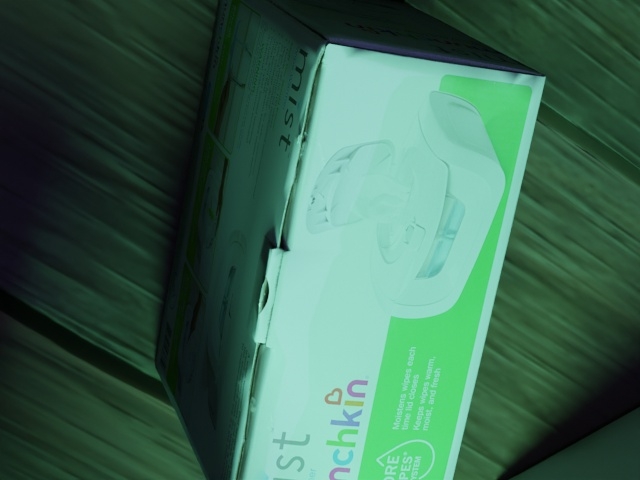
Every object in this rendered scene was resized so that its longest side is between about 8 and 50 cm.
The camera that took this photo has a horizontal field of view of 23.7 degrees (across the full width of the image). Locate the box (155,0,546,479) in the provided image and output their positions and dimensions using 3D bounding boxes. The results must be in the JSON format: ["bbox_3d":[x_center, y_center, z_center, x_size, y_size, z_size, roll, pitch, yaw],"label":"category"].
[{"bbox_3d":[0.000,0.000,0.858,0.126,0.231,0.262,7,105,-19],"label":"box"}]

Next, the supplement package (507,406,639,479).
[{"bbox_3d":[0.283,0.266,1.049,0.199,0.198,0.263,-28,114,-6],"label":"supplement package"}]
